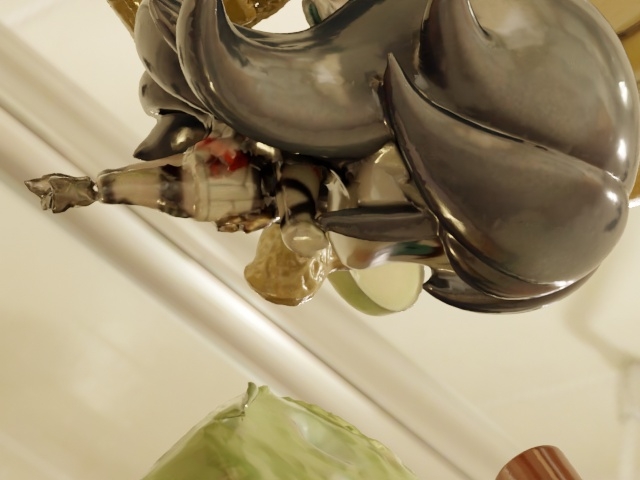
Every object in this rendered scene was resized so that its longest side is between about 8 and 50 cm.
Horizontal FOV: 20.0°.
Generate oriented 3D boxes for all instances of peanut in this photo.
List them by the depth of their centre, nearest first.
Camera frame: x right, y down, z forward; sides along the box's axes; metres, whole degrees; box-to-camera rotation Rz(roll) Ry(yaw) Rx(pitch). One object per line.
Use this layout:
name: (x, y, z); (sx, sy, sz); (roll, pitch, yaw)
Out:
peanut: (0.000, 0.000, 1.019); (0.054, 0.054, 0.113); (-7, -157, 48)

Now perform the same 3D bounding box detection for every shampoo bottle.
shampoo bottle: (0.243, 0.289, 1.619); (0.085, 0.085, 0.244); (-45, -134, 8)

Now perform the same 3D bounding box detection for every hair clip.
hair clip: (0.023, -0.056, 1.195); (0.071, 0.159, 0.218); (-2, -85, 48)

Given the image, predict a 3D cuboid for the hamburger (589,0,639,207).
hamburger: (0.272, -0.145, 1.542); (0.261, 0.186, 0.302); (-26, -157, 24)

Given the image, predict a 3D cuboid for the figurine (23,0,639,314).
figurine: (0.018, -0.057, 0.844); (0.175, 0.265, 0.197); (-108, -140, -59)

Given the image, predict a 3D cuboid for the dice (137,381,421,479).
dice: (-0.035, 0.259, 1.181); (0.254, 0.250, 0.252); (-48, 173, 15)

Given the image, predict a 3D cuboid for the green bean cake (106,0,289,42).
green bean cake: (-0.082, -0.258, 1.366); (0.230, 0.131, 0.224); (-33, -146, 3)
